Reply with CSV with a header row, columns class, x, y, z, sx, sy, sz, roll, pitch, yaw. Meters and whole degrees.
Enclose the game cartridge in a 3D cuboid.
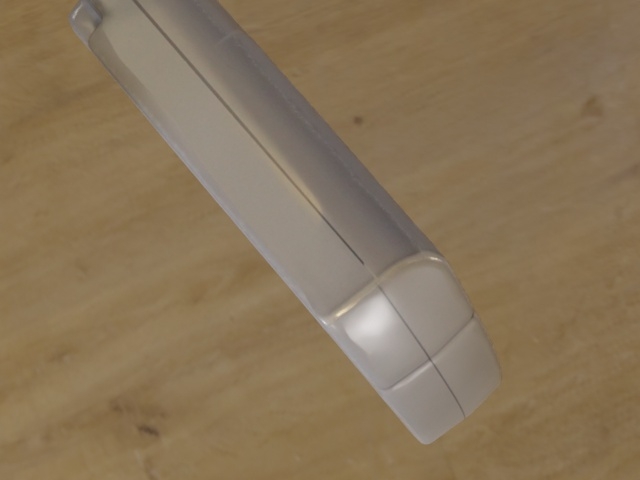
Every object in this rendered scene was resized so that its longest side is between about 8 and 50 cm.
class,x,y,z,sx,sy,sz,roll,pitch,yaw
game cartridge,0.000,0.000,0.610,0.060,0.294,0.196,-36,74,-1
